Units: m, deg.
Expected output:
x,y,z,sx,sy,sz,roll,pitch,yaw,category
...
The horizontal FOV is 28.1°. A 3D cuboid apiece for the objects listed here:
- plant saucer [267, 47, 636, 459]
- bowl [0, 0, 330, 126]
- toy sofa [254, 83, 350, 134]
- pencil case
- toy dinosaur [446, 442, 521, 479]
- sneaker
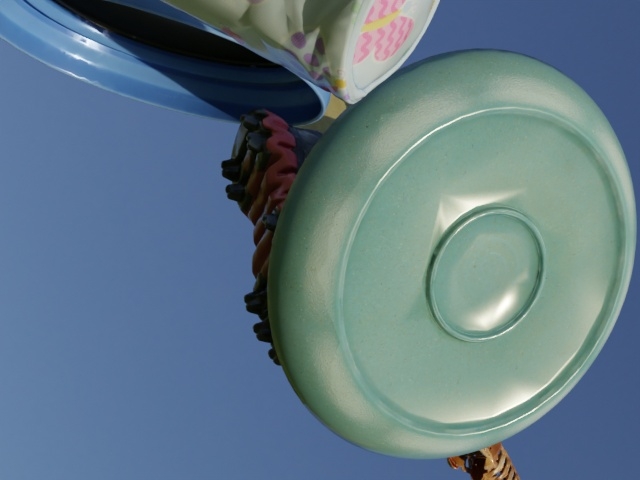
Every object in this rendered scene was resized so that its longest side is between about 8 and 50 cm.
x,y,z,sx,sy,sz,roll,pitch,yaw,category
0.114,0.021,0.935,0.043,0.317,0.318,33,-43,58,plant saucer
-0.172,-0.225,1.392,0.391,0.391,0.077,3,-104,51,bowl
-0.016,-0.232,1.587,0.177,0.150,0.362,26,43,-81,toy sofa
-0.059,-0.185,0.705,0.273,0.113,0.124,31,-85,16,pencil case
0.129,0.124,1.231,0.164,0.218,0.322,13,-47,18,toy dinosaur
0.000,0.000,1.097,0.276,0.135,0.098,-103,-149,-42,sneaker
